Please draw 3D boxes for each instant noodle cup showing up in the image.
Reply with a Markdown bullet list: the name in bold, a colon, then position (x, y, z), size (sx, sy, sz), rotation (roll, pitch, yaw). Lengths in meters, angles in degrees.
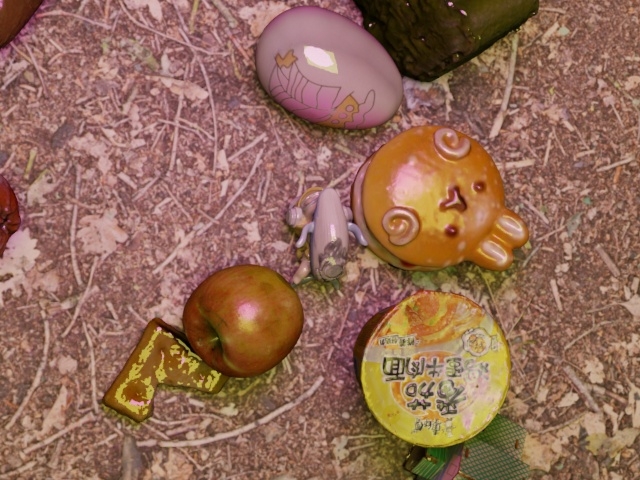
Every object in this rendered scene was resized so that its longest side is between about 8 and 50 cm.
- **instant noodle cup**: position (0.177, 0.217, 1.652), size (0.264, 0.200, 0.265), rotation (0, 88, -10)

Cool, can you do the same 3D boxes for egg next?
- **egg**: position (0.015, -0.291, 1.652), size (0.271, 0.196, 0.196), rotation (39, 81, -13)

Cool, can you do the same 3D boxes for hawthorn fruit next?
- **hawthorn fruit**: position (-0.581, -0.044, 1.541), size (0.172, 0.173, 0.173), rotation (1, 87, -11)

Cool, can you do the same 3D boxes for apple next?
- **apple**: position (-0.126, 0.132, 1.605), size (0.195, 0.196, 0.196), rotation (1, 87, -11)

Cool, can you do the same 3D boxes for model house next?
- **model house**: position (0.254, 0.413, 1.655), size (0.178, 0.206, 0.271), rotation (32, 82, -8)

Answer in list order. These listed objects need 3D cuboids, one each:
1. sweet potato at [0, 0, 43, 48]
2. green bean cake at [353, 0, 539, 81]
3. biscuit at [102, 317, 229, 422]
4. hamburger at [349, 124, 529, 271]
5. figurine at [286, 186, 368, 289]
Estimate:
- **sweet potato**: position (-0.504, -0.451, 1.596), size (0.130, 0.130, 0.423), rotation (41, 75, -7)
- **green bean cake**: position (0.180, -0.443, 1.618), size (0.218, 0.335, 0.319), rotation (-33, 89, -12)
- **biscuit**: position (-0.268, 0.247, 1.649), size (0.174, 0.039, 0.183), rotation (36, 82, -9)
- **hamburger**: position (0.210, -0.058, 1.682), size (0.261, 0.186, 0.303), rotation (-45, 98, -9)
- **figurine**: position (0.000, 0.000, 1.668), size (0.128, 0.184, 0.209), rotation (0, 124, -18)
